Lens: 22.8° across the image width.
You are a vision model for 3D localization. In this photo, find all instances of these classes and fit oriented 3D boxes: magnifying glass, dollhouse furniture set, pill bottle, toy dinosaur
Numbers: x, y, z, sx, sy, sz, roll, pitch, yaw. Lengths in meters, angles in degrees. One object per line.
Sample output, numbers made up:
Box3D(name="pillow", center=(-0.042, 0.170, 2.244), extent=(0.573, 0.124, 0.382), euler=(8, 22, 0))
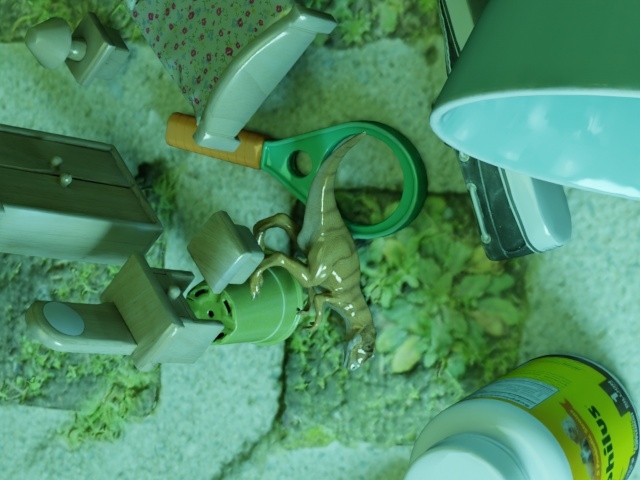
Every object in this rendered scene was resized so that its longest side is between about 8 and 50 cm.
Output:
Box3D(name="magnifying glass", center=(-0.023, -0.064, 1.263), extent=(0.231, 0.026, 0.092), euler=(17, 107, 27))
Box3D(name="dollhouse furniture set", center=(-0.121, -0.132, 1.170), extent=(0.355, 0.174, 0.303), euler=(-50, 55, 26))
Box3D(name="pill bottle", center=(0.138, 0.155, 1.102), extent=(0.117, 0.215, 0.117), euler=(6, 102, 28))
Box3D(name="toy dinosaur", center=(0.000, 0.000, 1.231), extent=(0.112, 0.064, 0.211), euler=(-4, 121, 13))

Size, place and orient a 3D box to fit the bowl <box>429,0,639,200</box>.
Box3D(name="bowl", center=(0.231, -0.125, 0.983), extent=(0.311, 0.311, 0.163), euler=(5, 81, 28))

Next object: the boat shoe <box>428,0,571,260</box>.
Box3D(name="boat shoe", center=(0.115, -0.091, 1.152), extent=(0.070, 0.078, 0.219), euler=(-16, 92, 29))

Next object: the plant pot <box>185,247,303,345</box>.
Box3D(name="plant pot", center=(-0.069, 0.052, 1.278), extent=(0.083, 0.079, 0.083), euler=(5, 101, 29))
